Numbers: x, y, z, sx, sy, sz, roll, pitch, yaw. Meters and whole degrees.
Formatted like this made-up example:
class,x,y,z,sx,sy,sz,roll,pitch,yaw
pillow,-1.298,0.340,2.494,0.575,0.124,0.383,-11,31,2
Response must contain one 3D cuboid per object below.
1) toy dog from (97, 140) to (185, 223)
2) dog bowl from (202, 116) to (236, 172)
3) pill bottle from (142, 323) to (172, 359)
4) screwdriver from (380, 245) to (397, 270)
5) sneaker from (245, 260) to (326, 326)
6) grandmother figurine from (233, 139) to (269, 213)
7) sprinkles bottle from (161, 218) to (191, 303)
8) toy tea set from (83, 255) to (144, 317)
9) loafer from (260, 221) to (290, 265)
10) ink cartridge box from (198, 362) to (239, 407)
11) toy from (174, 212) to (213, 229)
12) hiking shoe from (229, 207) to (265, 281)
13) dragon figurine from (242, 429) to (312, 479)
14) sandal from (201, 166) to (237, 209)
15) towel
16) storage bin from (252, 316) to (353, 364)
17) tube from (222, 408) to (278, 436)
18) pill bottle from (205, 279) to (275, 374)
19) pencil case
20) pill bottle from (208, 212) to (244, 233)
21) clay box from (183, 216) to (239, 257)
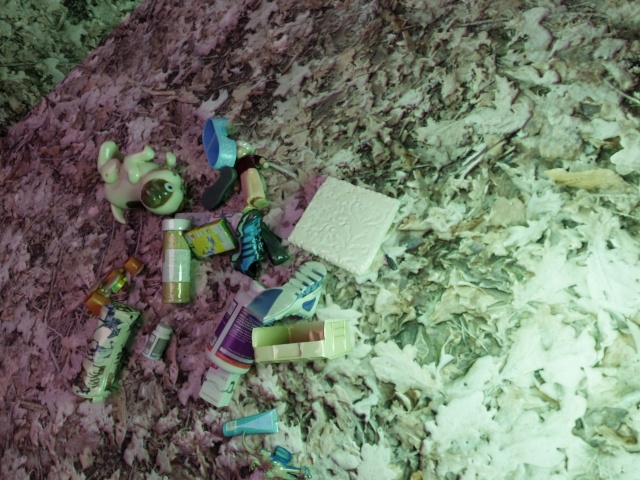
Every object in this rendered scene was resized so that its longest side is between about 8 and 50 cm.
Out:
class,x,y,z,sx,sy,sz,roll,pitch,yaw
toy dog,-0.819,-0.253,1.973,0.407,0.284,0.395,18,82,27
dog bowl,-0.466,-0.438,1.931,0.166,0.074,0.297,-50,50,39
pill bottle,-0.689,0.428,1.806,0.078,0.078,0.137,23,84,29
screwdriver,0.231,0.041,1.535,0.024,0.025,0.170,-36,54,12
sneaker,-0.097,0.229,1.514,0.315,0.182,0.127,-33,46,-30
grandmother figurine,-0.310,-0.293,1.845,0.207,0.104,0.342,-26,66,16
sprinkles bottle,-0.615,0.088,1.819,0.121,0.121,0.356,-4,83,24
toy tea set,-0.953,0.222,1.996,0.336,0.124,0.200,-33,30,15
loafer,-0.193,0.007,1.718,0.078,0.076,0.223,-17,53,-20
ink cartridge box,-0.384,0.544,1.634,0.109,0.063,0.151,18,83,28
toy,-0.566,-0.053,1.911,0.237,0.056,0.137,0,76,32
hiking shoe,-0.262,0.014,1.681,0.132,0.113,0.304,31,126,18
dragon figurine,-0.157,0.754,1.446,0.289,0.144,0.085,12,79,46
sandal,-0.442,-0.222,1.894,0.254,0.054,0.097,-39,70,29
towel,0.086,-0.063,1.584,0.331,0.053,0.317,24,75,27
storage bin,-0.055,0.336,1.433,0.262,0.260,0.123,-11,78,22
tube,-0.252,0.669,1.545,0.207,0.052,0.080,-15,76,15
pill bottle,-0.278,0.319,1.589,0.181,0.181,0.323,28,87,29
pencil case,-0.932,0.478,1.857,0.183,0.160,0.410,5,74,48
pill bottle,-0.369,-0.062,1.795,0.180,0.108,0.108,0,74,25
clay box,-0.453,-0.008,1.764,0.222,0.127,0.053,-13,26,31
